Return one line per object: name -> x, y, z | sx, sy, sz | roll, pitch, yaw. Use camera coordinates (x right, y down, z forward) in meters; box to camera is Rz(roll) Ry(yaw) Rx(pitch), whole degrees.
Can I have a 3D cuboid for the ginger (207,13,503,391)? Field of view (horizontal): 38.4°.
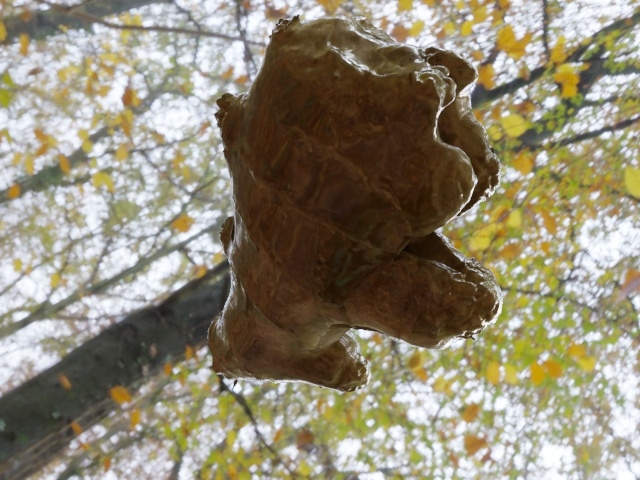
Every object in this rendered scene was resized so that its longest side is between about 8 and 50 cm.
ginger -> 0.024, 0.007, 0.722 | 0.236, 0.166, 0.376 | 14, -36, 7
